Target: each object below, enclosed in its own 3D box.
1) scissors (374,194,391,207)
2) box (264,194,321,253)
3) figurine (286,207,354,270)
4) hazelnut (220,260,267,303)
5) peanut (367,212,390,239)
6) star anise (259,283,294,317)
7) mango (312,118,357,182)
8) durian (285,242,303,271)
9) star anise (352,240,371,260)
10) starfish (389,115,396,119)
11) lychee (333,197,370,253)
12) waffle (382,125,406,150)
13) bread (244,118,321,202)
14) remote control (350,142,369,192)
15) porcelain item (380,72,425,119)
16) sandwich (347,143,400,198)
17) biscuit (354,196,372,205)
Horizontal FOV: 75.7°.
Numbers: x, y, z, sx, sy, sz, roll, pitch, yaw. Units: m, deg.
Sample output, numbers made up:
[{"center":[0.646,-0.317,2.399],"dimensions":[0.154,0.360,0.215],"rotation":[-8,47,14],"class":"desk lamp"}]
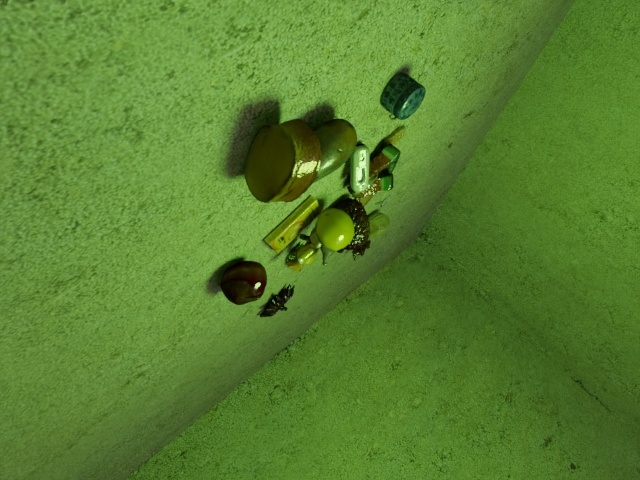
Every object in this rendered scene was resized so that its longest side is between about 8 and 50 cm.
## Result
[{"center":[0.373,-0.229,2.506],"dimensions":[0.189,0.015,0.100],"rotation":[-15,144,-54],"class":"scissors"},{"center":[-0.111,-0.064,1.743],"dimensions":[0.269,0.043,0.152],"rotation":[-45,162,-5],"class":"box"},{"center":[0.000,0.000,1.816],"dimensions":[0.344,0.187,0.215],"rotation":[-42,-159,32],"class":"figurine"},{"center":[-0.308,0.165,1.635],"dimensions":[0.178,0.178,0.204],"rotation":[-31,162,-39],"class":"hazelnut"},{"center":[0.289,-0.064,2.482],"dimensions":[0.306,0.147,0.147],"rotation":[-31,157,-29],"class":"peanut"},{"center":[-0.218,0.358,2.320],"dimensions":[0.272,0.102,0.272],"rotation":[-43,165,-15],"class":"star anise"},{"center":[-0.010,-0.271,1.338],"dimensions":[0.316,0.146,0.193],"rotation":[-42,-177,-8],"class":"mango"},{"center":[-0.113,0.097,2.041],"dimensions":[0.100,0.086,0.215],"rotation":[-50,166,-35],"class":"durian"},{"center":[0.276,0.022,2.678],"dimensions":[0.212,0.111,0.196],"rotation":[-40,168,-43],"class":"star anise"},{"center":[0.323,-0.535,1.716],"dimensions":[0.091,0.028,0.078],"rotation":[-48,160,-10],"class":"starfish"},{"center":[0.131,-0.069,1.982],"dimensions":[0.236,0.236,0.271],"rotation":[4,97,-67],"class":"lychee"},{"center":[0.339,-0.472,1.893],"dimensions":[0.135,0.021,0.092],"rotation":[-42,161,-12],"class":"waffle"},{"center":[-0.106,-0.220,1.181],"dimensions":[0.143,0.195,0.269],"rotation":[-19,158,-45],"class":"bread"},{"center":[0.166,-0.298,1.724],"dimensions":[0.078,0.042,0.221],"rotation":[-11,129,-11],"class":"remote control"},{"center":[0.313,-0.537,1.549],"dimensions":[0.147,0.114,0.147],"rotation":[-40,160,-18],"class":"porcelain item"},{"center":[0.257,-0.284,1.884],"dimensions":[0.301,0.162,0.250],"rotation":[-37,165,-20],"class":"sandwich"},{"center":[0.222,-0.216,2.160],"dimensions":[0.145,0.033,0.224],"rotation":[-26,158,-46],"class":"biscuit"}]
